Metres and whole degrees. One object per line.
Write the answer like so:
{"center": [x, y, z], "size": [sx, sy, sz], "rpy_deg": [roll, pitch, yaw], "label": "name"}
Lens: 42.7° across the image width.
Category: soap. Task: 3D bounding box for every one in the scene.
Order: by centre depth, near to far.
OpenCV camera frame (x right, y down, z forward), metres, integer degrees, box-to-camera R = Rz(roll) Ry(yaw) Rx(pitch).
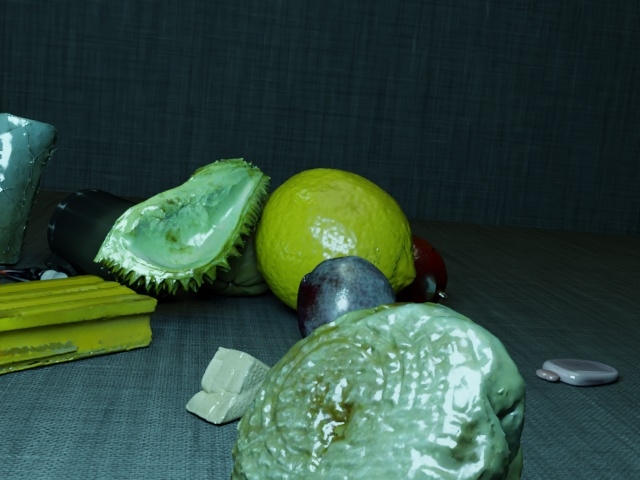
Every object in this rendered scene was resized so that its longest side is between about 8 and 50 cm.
{"center": [-0.452, 0.131, 1.335], "size": [0.204, 0.096, 0.324], "rpy_deg": [13, 12, 41], "label": "soap"}

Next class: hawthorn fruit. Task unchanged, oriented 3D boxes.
{"center": [0.206, 0.078, 1.844], "size": [0.202, 0.185, 0.185], "rpy_deg": [31, 22, 34], "label": "hawthorn fruit"}

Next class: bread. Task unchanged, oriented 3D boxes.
{"center": [-0.105, 0.228, 1.175], "size": [0.077, 0.105, 0.152], "rpy_deg": [13, -20, 41], "label": "bread"}

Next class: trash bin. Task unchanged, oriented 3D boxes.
{"center": [-0.440, 0.011, 1.780], "size": [0.301, 0.203, 0.252], "rpy_deg": [17, 54, 47], "label": "trash bin"}

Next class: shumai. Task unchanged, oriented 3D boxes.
{"center": [0.092, 0.240, 0.860], "size": [0.309, 0.304, 0.263], "rpy_deg": [13, -23, 48], "label": "shumai"}

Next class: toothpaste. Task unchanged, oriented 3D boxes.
{"center": [-0.617, 0.077, 1.759], "size": [0.193, 0.045, 0.071], "rpy_deg": [9, 8, 41], "label": "toothpaste"}

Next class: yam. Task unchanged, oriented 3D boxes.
{"center": [-0.768, -0.118, 1.925], "size": [0.241, 0.348, 0.241], "rpy_deg": [13, -7, 2], "label": "yam"}

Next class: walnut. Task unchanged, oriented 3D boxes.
{"center": [-0.187, 0.006, 1.862], "size": [0.283, 0.283, 0.227], "rpy_deg": [-5, -30, -50], "label": "walnut"}

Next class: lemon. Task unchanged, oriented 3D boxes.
{"center": [0.026, 0.011, 1.676], "size": [0.336, 0.336, 0.336], "rpy_deg": [5, 9, -1], "label": "lemon"}

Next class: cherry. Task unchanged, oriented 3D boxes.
{"center": [0.050, 0.119, 1.445], "size": [0.195, 0.195, 0.195], "rpy_deg": [5, 9, -1], "label": "cherry"}

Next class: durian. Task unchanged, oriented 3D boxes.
{"center": [-0.242, -0.020, 1.560], "size": [0.394, 0.198, 0.163], "rpy_deg": [-39, 7, -27], "label": "durian"}

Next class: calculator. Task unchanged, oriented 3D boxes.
{"center": [0.461, 0.235, 1.469], "size": [0.166, 0.024, 0.103], "rpy_deg": [2, 10, -28], "label": "calculator"}

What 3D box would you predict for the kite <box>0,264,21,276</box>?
{"center": [-0.819, 0.064, 1.803], "size": [0.368, 0.014, 0.406], "rpy_deg": [3, 9, -18], "label": "kite"}
